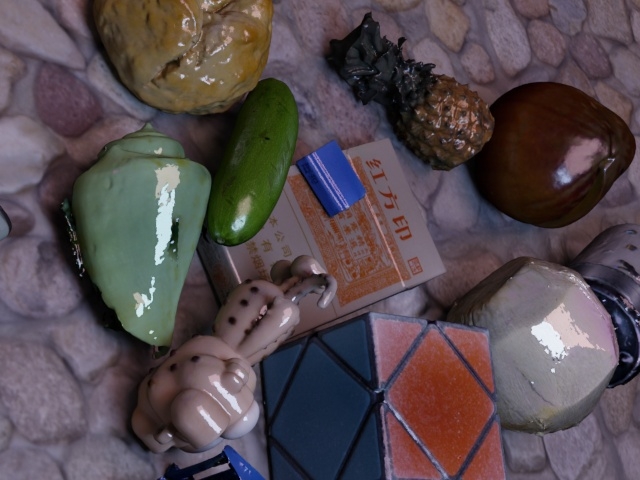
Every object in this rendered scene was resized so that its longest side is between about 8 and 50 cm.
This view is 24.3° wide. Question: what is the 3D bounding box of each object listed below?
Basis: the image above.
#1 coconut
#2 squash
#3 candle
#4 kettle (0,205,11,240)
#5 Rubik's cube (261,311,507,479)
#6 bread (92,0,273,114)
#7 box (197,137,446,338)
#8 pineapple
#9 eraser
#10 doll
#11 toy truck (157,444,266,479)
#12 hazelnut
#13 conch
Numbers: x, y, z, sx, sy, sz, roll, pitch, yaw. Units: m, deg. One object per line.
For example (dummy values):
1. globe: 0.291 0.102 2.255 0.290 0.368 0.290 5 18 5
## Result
1. coconut: 0.290 0.150 1.987 0.230 0.227 0.227 53 45 -4
2. squash: -0.075 -0.102 1.778 0.082 0.082 0.292 42 38 -23
3. candle: 0.456 0.076 2.207 0.330 0.187 0.187 -37 99 -47
4. kettle: -0.442 0.001 1.410 0.221 0.161 0.236 27 49 5
5. Rubik's cube: 0.074 0.213 1.766 0.207 0.205 0.205 8 67 -40
6. bread: -0.154 -0.272 1.802 0.244 0.134 0.244 19 60 -35
7. box: 0.001 0.000 1.893 0.365 0.051 0.205 -20 84 -47
8. pineapple: 0.124 -0.208 2.054 0.248 0.128 0.128 40 49 -19
9. eraser: 0.015 -0.079 1.886 0.063 0.027 0.085 -35 94 -48
10. doll: -0.092 0.125 1.653 0.278 0.154 0.119 -47 108 -21
11. toy truck: -0.137 0.301 1.594 0.208 0.113 0.126 -29 92 -47
12. hazelnut: 0.347 -0.128 2.170 0.251 0.217 0.217 -9 80 -45
13. conch: -0.211 -0.011 1.666 0.143 0.137 0.251 42 64 -59
